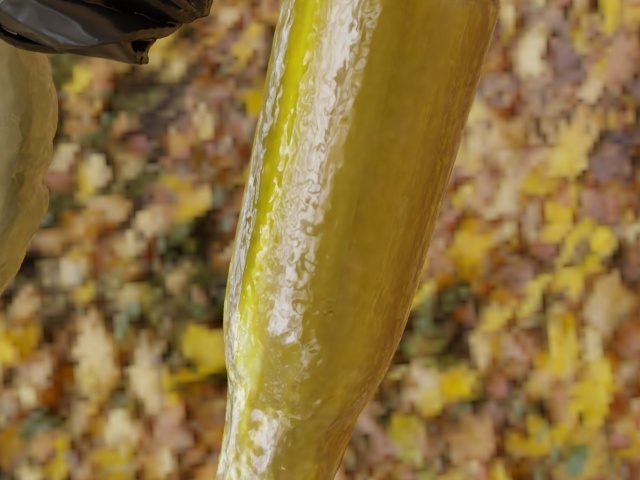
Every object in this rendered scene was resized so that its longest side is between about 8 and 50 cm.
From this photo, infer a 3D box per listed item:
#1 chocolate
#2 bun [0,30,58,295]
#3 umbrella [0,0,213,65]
[{"bbox_3d":[0.000,0.000,1.432,0.162,0.162,0.445,-141,63,-64],"label":"chocolate"},{"bbox_3d":[-0.361,-0.092,1.444,0.219,0.365,0.365,-75,-12,-72],"label":"bun"},{"bbox_3d":[-0.217,-0.145,0.975,0.118,0.340,0.118,179,90,-76],"label":"umbrella"}]
